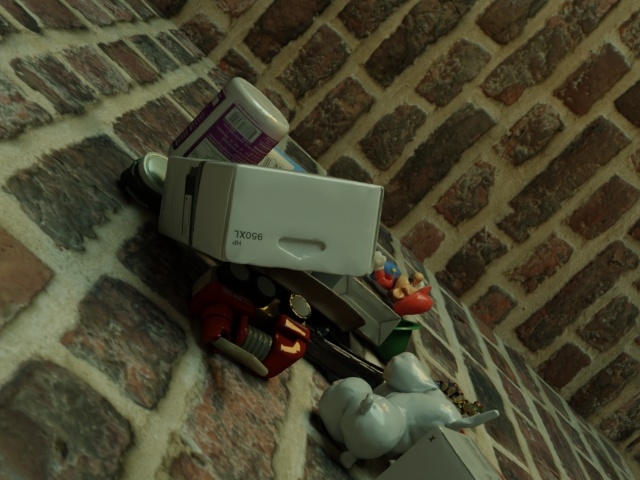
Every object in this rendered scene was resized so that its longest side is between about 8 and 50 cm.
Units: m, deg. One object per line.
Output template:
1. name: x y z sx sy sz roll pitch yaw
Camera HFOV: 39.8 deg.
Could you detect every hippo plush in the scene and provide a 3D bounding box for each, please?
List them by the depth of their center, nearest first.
1. hippo plush: 0.122 0.358 1.629 0.237 0.234 0.294 -3 23 -34

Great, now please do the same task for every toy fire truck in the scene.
1. toy fire truck: -0.115 0.171 1.531 0.217 0.158 0.246 33 36 -27

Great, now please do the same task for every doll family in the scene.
1. doll family: 0.360 0.425 2.407 0.193 0.076 0.111 46 16 17

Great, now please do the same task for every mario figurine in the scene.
1. mario figurine: 0.245 0.104 2.837 0.320 0.170 0.198 42 44 22

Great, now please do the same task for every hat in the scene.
1. hat: 0.174 0.303 2.294 0.173 0.183 0.208 1 4 -27

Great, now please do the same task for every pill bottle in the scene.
1. pill bottle: -0.225 -0.196 1.935 0.169 0.301 0.169 43 13 -12

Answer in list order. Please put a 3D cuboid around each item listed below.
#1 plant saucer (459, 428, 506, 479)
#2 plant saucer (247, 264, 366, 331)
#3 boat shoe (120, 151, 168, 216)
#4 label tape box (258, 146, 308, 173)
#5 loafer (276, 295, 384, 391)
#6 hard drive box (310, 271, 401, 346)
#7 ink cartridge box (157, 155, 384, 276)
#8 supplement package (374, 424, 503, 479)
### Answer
1. plant saucer: 0.363 0.555 2.037 0.259 0.048 0.258 50 13 19
2. plant saucer: -0.044 0.113 1.910 0.311 0.050 0.310 33 -9 6
3. boat shoe: -0.280 -0.074 1.844 0.302 0.091 0.114 42 43 -31
4. label tape box: -0.182 -0.158 2.344 0.241 0.106 0.334 37 -20 -33
5. loafer: 0.013 0.214 1.867 0.302 0.095 0.109 45 14 -4
6. hard drive box: 0.070 0.148 2.144 0.181 0.089 0.232 42 -6 -14
7. ink cartridge box: -0.104 -0.053 1.624 0.285 0.166 0.395 6 5 -26
8. supplement package: 0.217 0.472 1.429 0.145 0.204 0.262 32 18 -51
